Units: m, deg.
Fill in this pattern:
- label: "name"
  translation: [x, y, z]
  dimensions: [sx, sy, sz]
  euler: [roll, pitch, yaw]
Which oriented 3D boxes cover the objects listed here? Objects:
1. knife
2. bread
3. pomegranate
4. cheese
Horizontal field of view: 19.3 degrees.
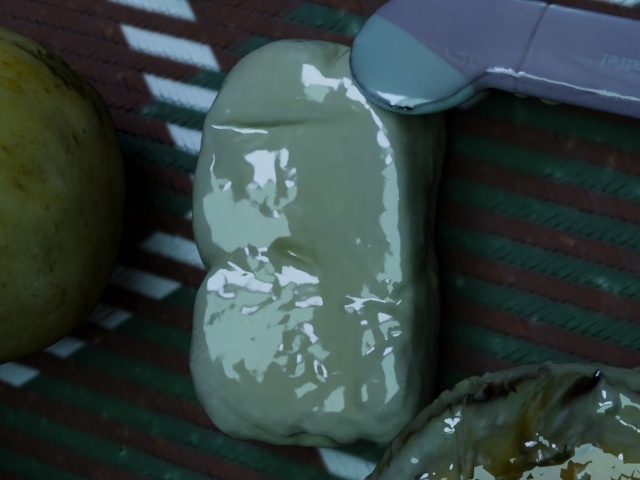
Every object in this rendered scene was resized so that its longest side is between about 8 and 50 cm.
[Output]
- label: "knife"
  translation: [0.212, -0.092, 1.117]
  dimensions: [0.399, 0.038, 0.132]
  euler: [13, 59, 20]
- label: "bread"
  translation: [0.155, 0.215, 1.064]
  dimensions: [0.305, 0.159, 0.305]
  euler: [-2, 85, 26]
- label: "pomegranate"
  translation: [-0.253, -0.026, 1.226]
  dimensions: [0.260, 0.260, 0.260]
  euler: [-3, 81, 23]
- label: "cheese"
  translation: [0.001, 0.000, 1.199]
  dimensions: [0.159, 0.093, 0.263]
  euler: [-2, 81, 21]
